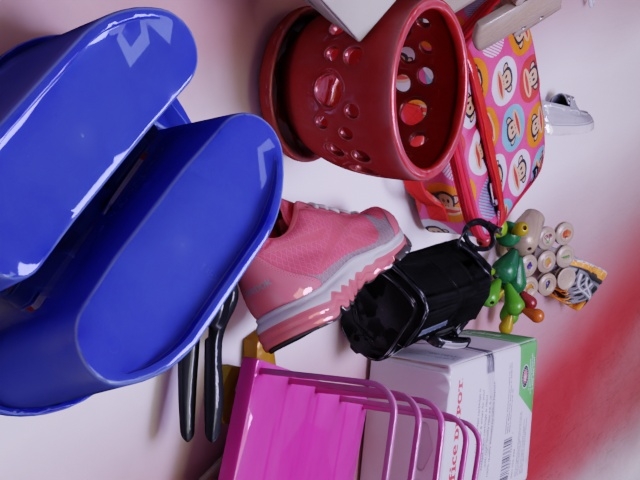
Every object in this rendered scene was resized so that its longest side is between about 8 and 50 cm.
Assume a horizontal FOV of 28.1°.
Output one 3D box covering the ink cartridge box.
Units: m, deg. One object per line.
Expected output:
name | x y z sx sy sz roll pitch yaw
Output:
ink cartridge box | 0.176 0.240 1.713 0.289 0.122 0.211 -4 100 -58

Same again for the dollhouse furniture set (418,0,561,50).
dollhouse furniture set | 0.116 -0.398 1.461 0.198 0.303 0.286 -31 156 -8

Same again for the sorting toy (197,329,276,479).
sorting toy | -0.074 0.267 1.384 0.229 0.041 0.307 -37 127 -50

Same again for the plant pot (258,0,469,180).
plant pot | 0.045 -0.164 1.353 0.191 0.174 0.191 -19 113 -55

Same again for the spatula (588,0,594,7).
spatula | 0.440 -0.513 2.087 0.168 0.019 0.242 -58 143 -44

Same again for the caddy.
caddy | -0.190 -0.024 1.003 0.241 0.179 0.341 50 51 -22

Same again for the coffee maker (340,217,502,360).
coffee maker | 0.122 0.055 1.572 0.178 0.120 0.171 -11 117 -56

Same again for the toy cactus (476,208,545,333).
toy cactus | 0.285 0.025 1.861 0.180 0.112 0.219 -56 136 -32

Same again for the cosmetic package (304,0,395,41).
cosmetic package | 0.069 -0.366 1.242 0.309 0.160 0.113 -50 146 2

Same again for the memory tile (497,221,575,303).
memory tile | 0.333 0.035 1.969 0.148 0.012 0.113 -12 110 -28

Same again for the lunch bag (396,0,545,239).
lunch bag | 0.183 -0.154 1.652 0.258 0.120 0.293 -48 135 -37

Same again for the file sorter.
file sorter | 0.041 0.257 1.370 0.291 0.182 0.202 30 68 -61

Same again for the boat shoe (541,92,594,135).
boat shoe | 0.378 -0.201 2.016 0.184 0.066 0.063 -9 106 -48

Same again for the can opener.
can opener | -0.118 0.105 1.256 0.073 0.059 0.186 10 87 -76

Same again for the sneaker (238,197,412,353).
sneaker | 0.000 0.000 1.382 0.136 0.116 0.314 59 28 -5

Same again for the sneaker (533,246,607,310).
sneaker | 0.403 0.063 2.097 0.215 0.084 0.083 21 96 -53
